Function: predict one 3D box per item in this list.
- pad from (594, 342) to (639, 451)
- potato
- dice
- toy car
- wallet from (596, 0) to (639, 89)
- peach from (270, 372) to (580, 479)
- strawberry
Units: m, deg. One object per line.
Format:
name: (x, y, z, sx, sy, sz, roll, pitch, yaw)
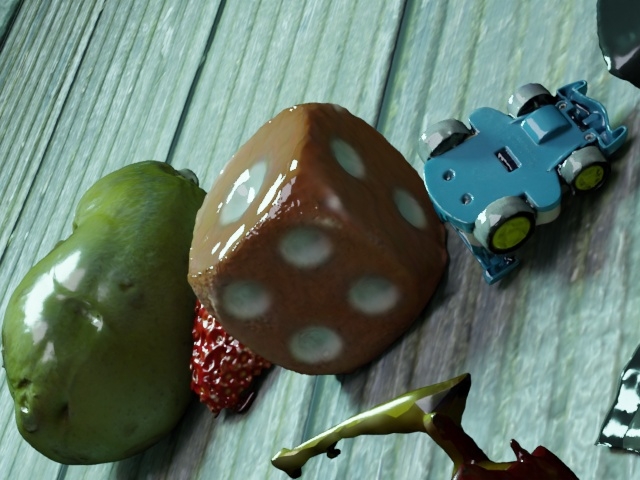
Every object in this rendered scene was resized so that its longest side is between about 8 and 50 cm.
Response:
pad: (0.276, 0.041, 1.096, 0.174, 0.022, 0.233, 3, 62, 62)
potato: (-0.213, 0.068, 1.750, 0.218, 0.202, 0.351, -14, 47, 58)
dice: (0.000, 0.000, 1.480, 0.174, 0.179, 0.175, -43, 22, 28)
toy car: (0.166, -0.052, 1.364, 0.161, 0.098, 0.126, -29, 52, -7)
wallet: (0.374, -0.304, 1.301, 0.406, 0.062, 0.228, -41, 28, 30)
peach: (0.007, 0.286, 0.931, 0.406, 0.310, 0.335, -28, -1, 23)
strawberry: (-0.077, 0.075, 1.643, 0.121, 0.082, 0.188, -9, 48, 55)
